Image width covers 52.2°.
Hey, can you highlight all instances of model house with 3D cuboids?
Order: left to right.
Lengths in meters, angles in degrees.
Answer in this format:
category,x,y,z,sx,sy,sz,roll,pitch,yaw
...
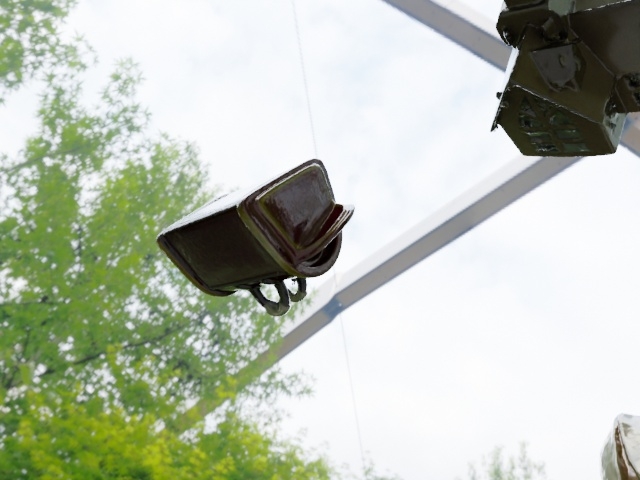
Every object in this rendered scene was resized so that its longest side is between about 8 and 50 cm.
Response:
category,x,y,z,sx,sy,sz,roll,pitch,yaw
model house,0.231,-0.215,0.621,0.176,0.181,0.248,2,-25,43

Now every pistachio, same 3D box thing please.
category,x,y,z,sx,sy,sz,roll,pitch,yaw
pistachio,0.409,0.290,0.816,0.124,0.185,0.125,3,-81,21

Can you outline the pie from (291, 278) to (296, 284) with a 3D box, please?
category,x,y,z,sx,sy,sz,roll,pitch,yaw
pie,0.001,-0.003,1.010,0.033,0.191,0.088,19,-63,8

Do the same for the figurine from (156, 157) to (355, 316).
category,x,y,z,sx,sy,sz,roll,pitch,yaw
figurine,-0.036,0.006,0.468,0.154,0.082,0.098,-12,-75,46
